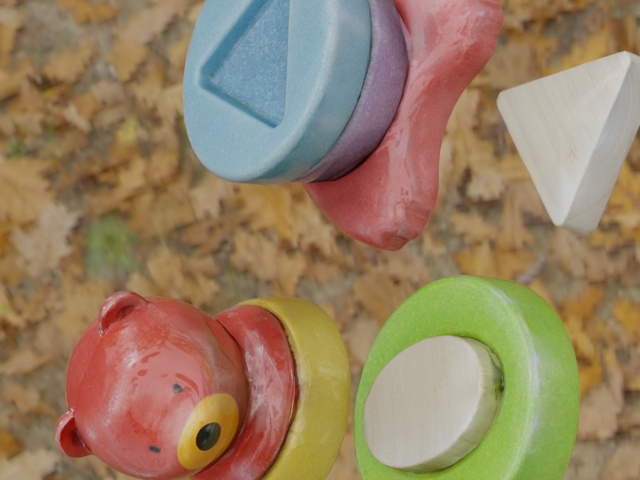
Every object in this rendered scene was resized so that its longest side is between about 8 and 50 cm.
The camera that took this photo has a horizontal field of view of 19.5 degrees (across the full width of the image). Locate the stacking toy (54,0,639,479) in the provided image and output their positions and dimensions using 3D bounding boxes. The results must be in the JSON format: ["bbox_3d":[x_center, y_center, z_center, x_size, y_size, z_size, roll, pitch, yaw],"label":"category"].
[{"bbox_3d":[0.000,0.000,0.906,0.279,0.130,0.309,16,91,53],"label":"stacking toy"}]
